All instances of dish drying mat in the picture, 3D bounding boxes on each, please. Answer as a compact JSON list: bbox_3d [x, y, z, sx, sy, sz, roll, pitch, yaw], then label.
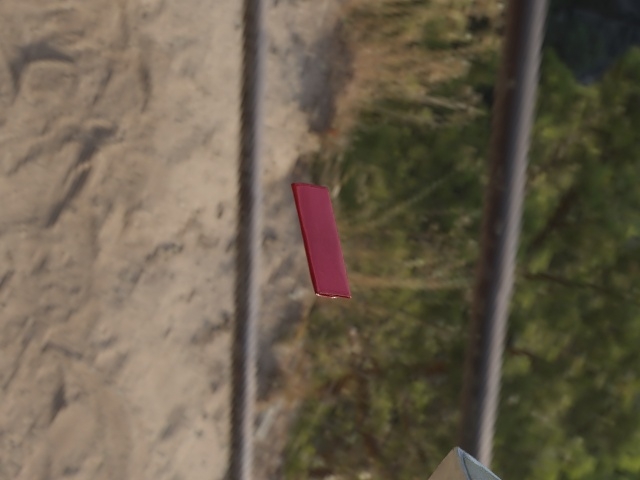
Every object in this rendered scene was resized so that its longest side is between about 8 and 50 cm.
[{"bbox_3d":[0.000,0.000,0.931,0.032,0.008,0.083,10,59,-41],"label":"dish drying mat"}]

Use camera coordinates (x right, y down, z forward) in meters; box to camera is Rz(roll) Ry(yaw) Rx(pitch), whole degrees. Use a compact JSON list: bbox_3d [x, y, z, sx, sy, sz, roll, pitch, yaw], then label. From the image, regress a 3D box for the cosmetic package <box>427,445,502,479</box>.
[{"bbox_3d":[-0.012,0.217,0.311,0.309,0.113,0.160,-51,-172,6],"label":"cosmetic package"}]
